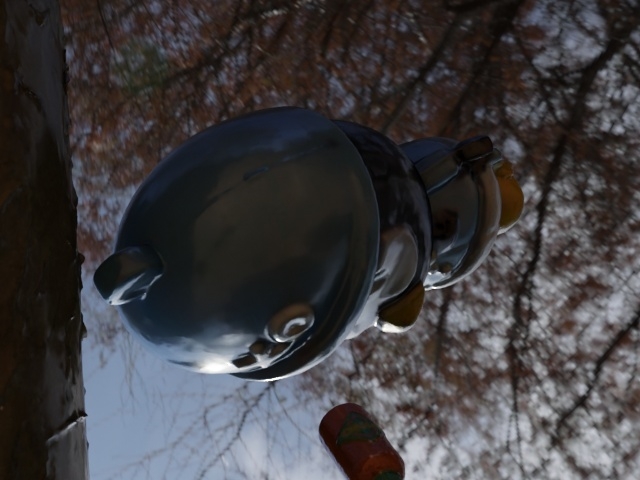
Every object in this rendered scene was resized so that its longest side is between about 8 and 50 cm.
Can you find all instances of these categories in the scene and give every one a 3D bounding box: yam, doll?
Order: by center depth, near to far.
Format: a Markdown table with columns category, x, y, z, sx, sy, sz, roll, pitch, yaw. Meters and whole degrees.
| category | x | y | z | sx | sy | sz | roll | pitch | yaw |
| --- | --- | --- | --- | --- | --- | --- | --- | --- | --- |
| yam | -0.191 | -0.005 | 0.511 | 0.168 | 0.168 | 0.304 | -3 | -84 | -14 |
| doll | 0.000 | 0.000 | 0.649 | 0.314 | 0.141 | 0.177 | -10 | -31 | -44 |

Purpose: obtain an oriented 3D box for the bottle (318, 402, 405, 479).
| category | x | y | z | sx | sy | sz | roll | pitch | yaw |
| --- | --- | --- | --- | --- | --- | --- | --- | --- | --- |
| bottle | 0.060 | 0.251 | 1.206 | 0.069 | 0.187 | 0.069 | -10 | -63 | -20 |
